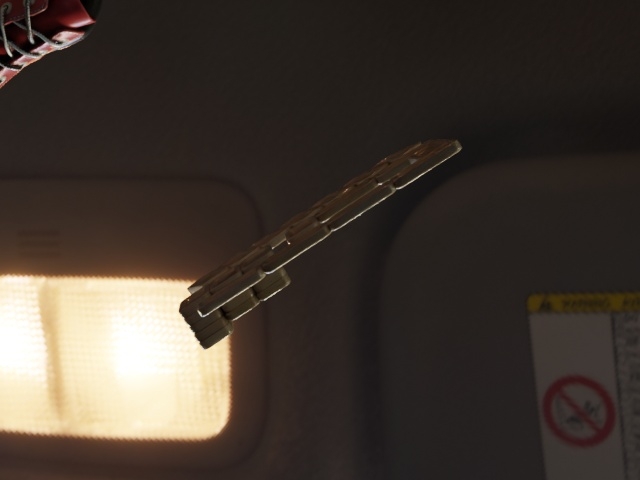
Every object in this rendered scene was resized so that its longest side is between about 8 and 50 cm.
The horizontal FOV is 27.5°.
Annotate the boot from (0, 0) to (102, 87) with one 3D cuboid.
[{"bbox_3d":[-0.241,-0.106,0.846,0.176,0.244,0.088,-6,-47,35],"label":"boot"}]

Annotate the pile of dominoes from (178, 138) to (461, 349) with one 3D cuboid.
[{"bbox_3d":[0.000,0.000,1.066,0.251,0.196,0.040,-33,-83,-1],"label":"pile of dominoes"}]
